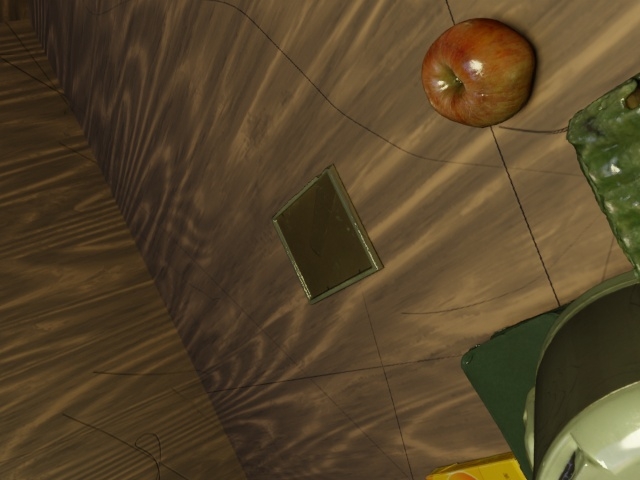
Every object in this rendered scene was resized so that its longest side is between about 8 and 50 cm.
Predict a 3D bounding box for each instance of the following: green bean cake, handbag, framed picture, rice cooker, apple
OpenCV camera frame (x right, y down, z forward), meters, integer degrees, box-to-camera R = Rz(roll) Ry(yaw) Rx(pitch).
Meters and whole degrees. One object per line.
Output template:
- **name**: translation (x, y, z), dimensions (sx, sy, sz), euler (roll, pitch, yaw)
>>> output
- **green bean cake**: translation (0.316, -0.059, 0.535), dimensions (0.181, 0.173, 0.094), euler (64, 151, 5)
- **handbag**: translation (0.325, 0.216, 0.793), dimensions (0.260, 0.079, 0.247), euler (61, 149, 10)
- **framed picture**: translation (0.000, 0.000, 1.223), dimensions (0.211, 0.020, 0.289), euler (64, 150, 6)
- **rice cooker**: translation (0.322, 0.179, 0.539), dimensions (0.289, 0.277, 0.288), euler (6, 111, 16)
- **apple**: translation (0.184, -0.197, 0.727), dimensions (0.126, 0.102, 0.126), euler (38, 144, 36)

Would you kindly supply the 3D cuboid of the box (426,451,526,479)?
- **box**: translation (0.288, 0.436, 1.026), dimensions (0.152, 0.044, 0.269), euler (60, 148, 13)
